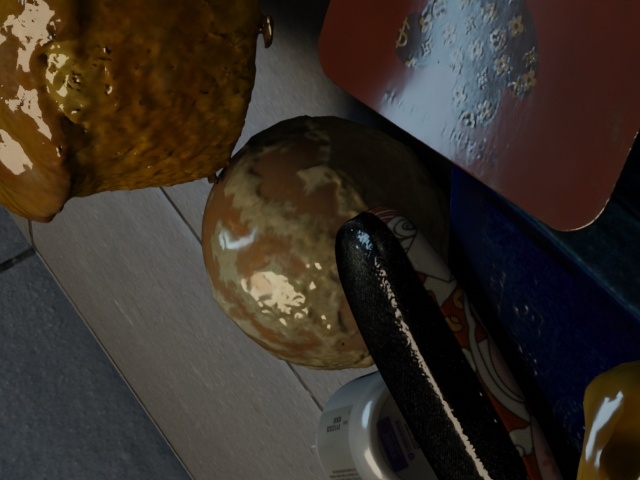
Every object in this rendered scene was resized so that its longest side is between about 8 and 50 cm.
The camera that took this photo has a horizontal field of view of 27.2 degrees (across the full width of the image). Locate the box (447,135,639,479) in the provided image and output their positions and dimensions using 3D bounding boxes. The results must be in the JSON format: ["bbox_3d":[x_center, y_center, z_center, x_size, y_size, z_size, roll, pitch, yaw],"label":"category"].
[{"bbox_3d":[0.204,0.084,0.854,0.279,0.116,0.261,47,158,32],"label":"box"}]

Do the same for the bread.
[{"bbox_3d":[-0.185,-0.220,1.017,0.398,0.215,0.398,177,90,-73],"label":"bread"}]

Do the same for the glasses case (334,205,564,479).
[{"bbox_3d":[0.088,0.100,0.885,0.266,0.067,0.103,62,162,4],"label":"glasses case"}]

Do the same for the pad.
[{"bbox_3d":[0.097,-0.135,0.788,0.267,0.004,0.181,38,118,41],"label":"pad"}]

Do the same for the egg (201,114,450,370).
[{"bbox_3d":[0.000,0.000,1.067,0.245,0.203,0.203,33,149,62],"label":"egg"}]

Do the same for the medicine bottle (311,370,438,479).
[{"bbox_3d":[0.068,0.192,1.279,0.135,0.135,0.215,58,160,1],"label":"medicine bottle"}]

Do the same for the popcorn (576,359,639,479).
[{"bbox_3d":[0.269,0.169,0.521,0.344,0.354,0.390,43,114,41],"label":"popcorn"}]
